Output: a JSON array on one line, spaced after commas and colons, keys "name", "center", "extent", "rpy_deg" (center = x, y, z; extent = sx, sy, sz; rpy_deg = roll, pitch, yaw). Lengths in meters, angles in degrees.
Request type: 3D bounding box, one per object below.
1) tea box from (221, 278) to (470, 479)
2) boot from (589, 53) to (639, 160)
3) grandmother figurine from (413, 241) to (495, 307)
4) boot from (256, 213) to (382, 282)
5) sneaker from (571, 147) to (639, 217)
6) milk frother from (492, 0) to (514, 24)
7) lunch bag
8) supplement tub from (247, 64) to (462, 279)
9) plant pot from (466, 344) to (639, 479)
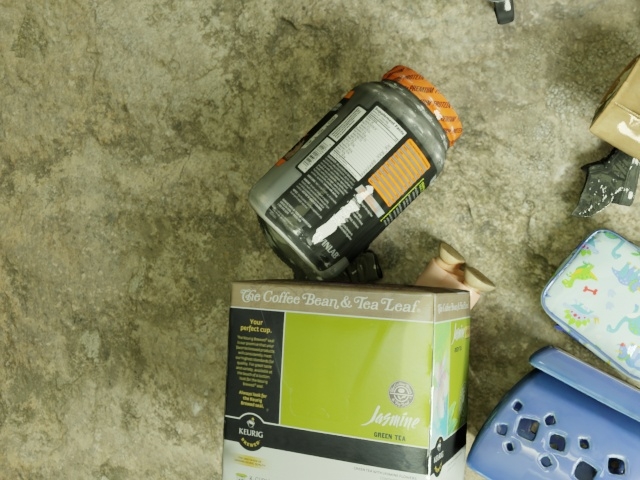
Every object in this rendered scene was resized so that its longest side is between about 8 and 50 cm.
[{"name": "tea box", "center": [0.045, 0.225, 1.053], "extent": [0.329, 0.220, 0.323], "rpy_deg": [2, 89, 26]}, {"name": "boot", "center": [0.513, -0.103, 1.006], "extent": [0.269, 0.089, 0.236], "rpy_deg": [33, 88, 0]}, {"name": "grandmother figurine", "center": [0.154, 0.179, 1.179], "extent": [0.342, 0.104, 0.208], "rpy_deg": [-53, 53, 16]}, {"name": "boot", "center": [0.000, 0.000, 1.261], "extent": [0.161, 0.083, 0.246], "rpy_deg": [-35, 78, 7]}, {"name": "sneaker", "center": [0.458, -0.115, 1.082], "extent": [0.089, 0.051, 0.170], "rpy_deg": [10, 96, 17]}, {"name": "milk frother", "center": [0.321, -0.435, 1.097], "extent": [0.143, 0.134, 0.129], "rpy_deg": [-28, 110, 22]}, {"name": "lunch bag", "center": [0.465, 0.100, 1.054], "extent": [0.219, 0.090, 0.176], "rpy_deg": [39, 102, 18]}, {"name": "supplement tub", "center": [0.060, -0.116, 1.133], "extent": [0.338, 0.207, 0.207], "rpy_deg": [-44, 73, -3]}, {"name": "plant pot", "center": [0.374, 0.286, 1.017], "extent": [0.236, 0.236, 0.212], "rpy_deg": [27, 92, 19]}]
